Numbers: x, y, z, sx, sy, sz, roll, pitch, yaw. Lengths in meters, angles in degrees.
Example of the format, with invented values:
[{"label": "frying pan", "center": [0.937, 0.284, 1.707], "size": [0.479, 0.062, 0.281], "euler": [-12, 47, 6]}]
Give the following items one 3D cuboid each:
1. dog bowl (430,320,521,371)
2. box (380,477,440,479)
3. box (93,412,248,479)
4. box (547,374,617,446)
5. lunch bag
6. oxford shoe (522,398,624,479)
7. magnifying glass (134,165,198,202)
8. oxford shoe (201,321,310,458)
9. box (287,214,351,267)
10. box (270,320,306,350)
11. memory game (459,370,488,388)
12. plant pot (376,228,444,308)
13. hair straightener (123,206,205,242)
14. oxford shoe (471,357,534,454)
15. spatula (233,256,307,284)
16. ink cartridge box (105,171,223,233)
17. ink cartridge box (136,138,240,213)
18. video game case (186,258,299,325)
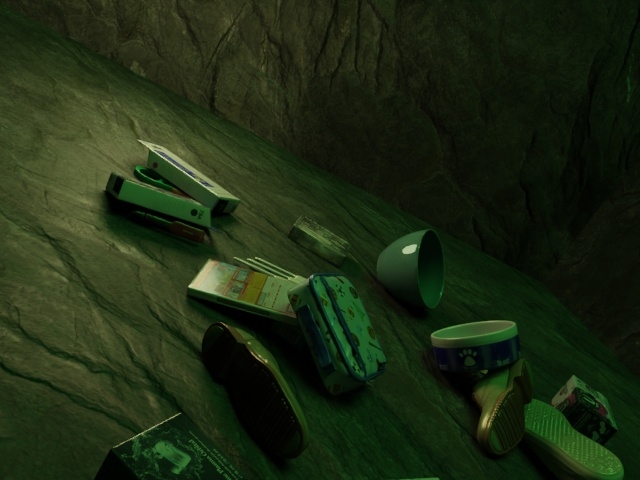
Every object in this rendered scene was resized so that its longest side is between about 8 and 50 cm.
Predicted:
[{"label": "dog bowl", "center": [0.484, 0.327, 1.896], "size": [0.264, 0.104, 0.265], "euler": [-10, -1, 0]}, {"label": "box", "center": [0.208, 0.541, 1.201], "size": [0.186, 0.038, 0.145], "euler": [18, 22, -39]}, {"label": "box", "center": [-0.219, 0.359, 0.892], "size": [0.156, 0.093, 0.158], "euler": [37, 19, 19]}, {"label": "box", "center": [0.835, 0.569, 1.965], "size": [0.142, 0.163, 0.247], "euler": [36, 17, 9]}, {"label": "lunch bag", "center": [0.045, 0.229, 1.501], "size": [0.243, 0.114, 0.304], "euler": [10, 51, -64]}, {"label": "oxford shoe", "center": [0.663, 0.584, 1.728], "size": [0.169, 0.130, 0.449], "euler": [-9, 18, -17]}, {"label": "magnifying glass", "center": [-0.510, -0.180, 2.011], "size": [0.230, 0.026, 0.092], "euler": [28, 17, -3]}, {"label": "oxford shoe", "center": [-0.107, 0.290, 1.229], "size": [0.130, 0.123, 0.348], "euler": [20, 21, -48]}, {"label": "box", "center": [0.000, 0.000, 2.313], "size": [0.230, 0.056, 0.183], "euler": [31, 18, 0]}, {"label": "box", "center": [-0.038, 0.213, 1.651], "size": [0.100, 0.060, 0.244], "euler": [34, 17, 12]}, {"label": "memory game", "center": [0.536, 0.455, 1.956], "size": [0.186, 0.012, 0.186], "euler": [14, 16, -4]}, {"label": "plant pot", "center": [0.326, 0.106, 2.281], "size": [0.195, 0.291, 0.290], "euler": [-2, 0, 30]}, {"label": "hair straightener", "center": [-0.449, -0.048, 1.737], "size": [0.230, 0.047, 0.089], "euler": [16, 6, -27]}, {"label": "oxford shoe", "center": [0.505, 0.480, 1.748], "size": [0.397, 0.146, 0.141], "euler": [-31, 103, -55]}, {"label": "spatula", "center": [-0.128, 0.099, 1.807], "size": [0.241, 0.019, 0.168], "euler": [22, 9, 24]}, {"label": "ink cartridge box", "center": [-0.446, -0.110, 1.785], "size": [0.332, 0.065, 0.165], "euler": [21, 2, -34]}, {"label": "ink cartridge box", "center": [-0.460, -0.218, 2.084], "size": [0.370, 0.069, 0.175], "euler": [37, 9, 13]}, {"label": "video game case", "center": [-0.180, 0.130, 1.576], "size": [0.284, 0.025, 0.204], "euler": [16, 20, 0]}]
